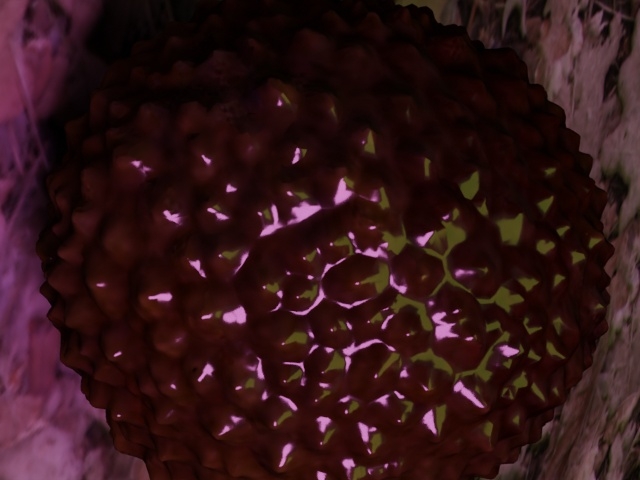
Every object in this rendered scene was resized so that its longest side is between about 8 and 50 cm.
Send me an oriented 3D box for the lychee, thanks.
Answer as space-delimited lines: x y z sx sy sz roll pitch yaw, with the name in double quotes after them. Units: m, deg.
0.000 0.000 0.805 0.267 0.267 0.267 -36 134 -48 "lychee"
